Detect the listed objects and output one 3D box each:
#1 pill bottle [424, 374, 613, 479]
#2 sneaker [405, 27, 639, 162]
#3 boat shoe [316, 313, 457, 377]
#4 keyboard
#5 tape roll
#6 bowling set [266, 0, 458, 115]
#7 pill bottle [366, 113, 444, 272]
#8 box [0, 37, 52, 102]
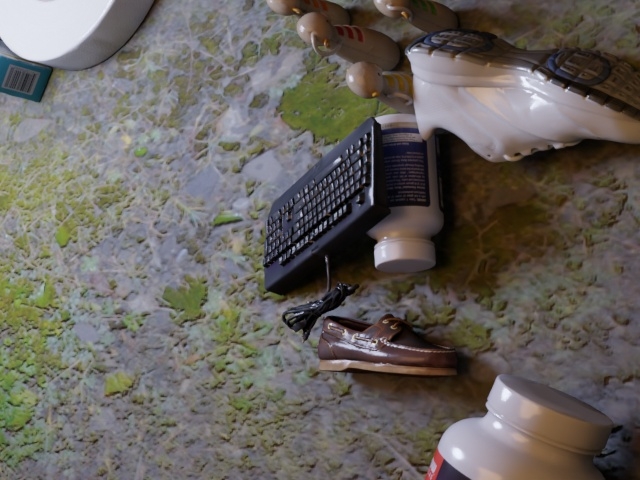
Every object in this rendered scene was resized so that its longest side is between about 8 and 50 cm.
[{"bbox_3d":[0.174,0.306,1.549,0.181,0.181,0.323,28,100,44],"label":"pill bottle"},{"bbox_3d":[0.228,-0.144,1.662,0.297,0.111,0.129,18,121,33],"label":"sneaker"},{"bbox_3d":[0.073,0.120,1.768,0.207,0.073,0.073,1,83,44],"label":"boat shoe"},{"bbox_3d":[0.000,0.000,1.818,0.317,0.033,0.201,140,129,-59],"label":"keyboard"},{"bbox_3d":[-0.365,-0.452,2.332,0.392,0.072,0.392,-12,72,43],"label":"tape roll"},{"bbox_3d":[0.065,-0.289,1.812,0.287,0.154,0.200,42,110,41],"label":"bowling set"},{"bbox_3d":[0.093,-0.052,1.772,0.094,0.094,0.169,-16,69,41],"label":"pill bottle"},{"bbox_3d":[-0.530,-0.297,2.436,0.244,0.100,0.060,35,106,43],"label":"box"}]
